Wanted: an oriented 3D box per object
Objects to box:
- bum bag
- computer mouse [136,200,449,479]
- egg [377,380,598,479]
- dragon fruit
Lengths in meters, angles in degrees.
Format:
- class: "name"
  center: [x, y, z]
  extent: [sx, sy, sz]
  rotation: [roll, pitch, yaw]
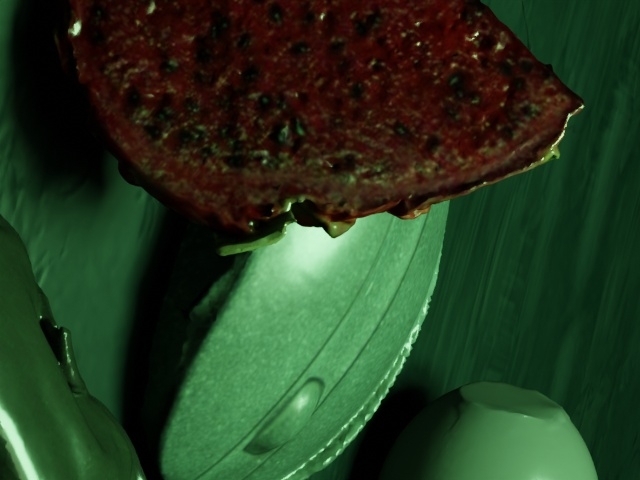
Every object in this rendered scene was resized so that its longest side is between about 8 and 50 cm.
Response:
- class: "bum bag"
  center: [-0.166, 0.093, 0.957]
  extent: [0.142, 0.079, 0.326]
  rotation: [-49, 120, -51]
- class: "computer mouse"
  center: [0.002, 0.000, 1.196]
  extent: [0.203, 0.114, 0.374]
  rotation: [31, 74, -57]
- class: "egg"
  center: [0.124, 0.227, 1.408]
  extent: [0.176, 0.176, 0.232]
  rotation: [-19, 118, -55]
- class: "dragon fruit"
  center: [-0.036, -0.100, 1.058]
  extent: [0.205, 0.317, 0.152]
  rotation: [-45, 178, -8]
